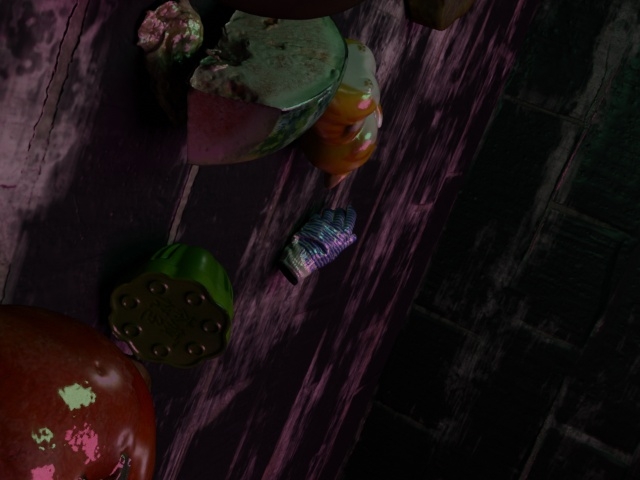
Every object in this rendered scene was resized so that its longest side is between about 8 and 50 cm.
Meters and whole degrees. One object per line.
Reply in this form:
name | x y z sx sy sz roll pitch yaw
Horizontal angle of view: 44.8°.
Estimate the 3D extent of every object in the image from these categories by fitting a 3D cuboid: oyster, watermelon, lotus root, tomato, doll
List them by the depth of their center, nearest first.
tomato | -0.332 0.225 0.762 0.325 0.289 0.293 -68 163 7
oyster | -0.175 -0.225 0.978 0.166 0.053 0.108 90 24 -43
watermelon | -0.075 -0.229 1.027 0.180 0.223 0.305 53 34 -33
lotus root | -0.205 0.070 1.150 0.186 0.186 0.186 -52 158 -31
doll | 0.031 -0.226 1.365 0.270 0.162 0.167 71 17 -57
lotus root | 0.308 -0.635 1.673 0.391 0.111 0.375 -64 166 -5

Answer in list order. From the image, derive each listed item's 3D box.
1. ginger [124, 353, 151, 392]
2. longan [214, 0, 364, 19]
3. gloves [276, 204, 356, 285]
ginger | -0.338 0.265 1.051 0.304 0.155 0.245 -6 113 -78
longan | -0.057 -0.364 0.782 0.350 0.288 0.289 -4 118 -59
gloves | 0.002 0.002 1.660 0.229 0.097 0.119 -50 120 -30
